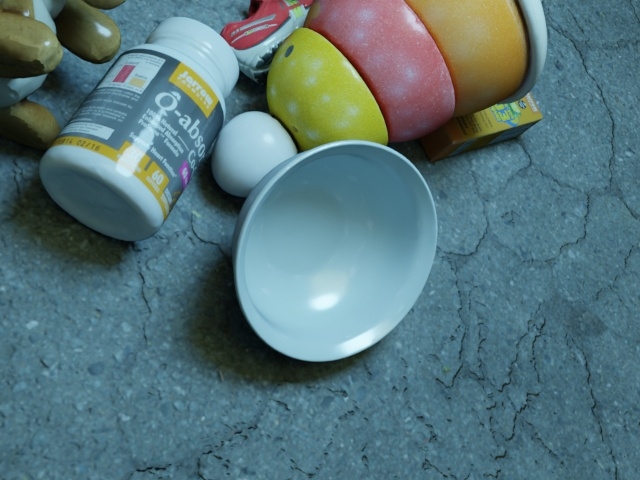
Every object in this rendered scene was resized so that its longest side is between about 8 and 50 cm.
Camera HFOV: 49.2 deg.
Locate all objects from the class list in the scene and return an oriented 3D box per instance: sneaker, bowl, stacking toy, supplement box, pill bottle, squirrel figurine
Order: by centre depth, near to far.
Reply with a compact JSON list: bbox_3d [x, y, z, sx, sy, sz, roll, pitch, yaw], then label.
[{"bbox_3d":[-0.407,-0.357,0.814,0.397,0.281,0.370,19,73,-8],"label":"squirrel figurine"},{"bbox_3d":[-0.221,-0.150,0.905,0.162,0.162,0.278,31,59,-12],"label":"pill bottle"},{"bbox_3d":[0.000,0.000,0.935,0.298,0.134,0.298,-11,114,-26],"label":"bowl"},{"bbox_3d":[0.045,-0.227,1.000,0.480,0.350,0.350,-40,90,-11],"label":"stacking toy"},{"bbox_3d":[-0.055,-0.361,1.118,0.118,0.107,0.279,38,52,9],"label":"sneaker"},{"bbox_3d":[0.280,-0.209,1.232,0.233,0.080,0.078,-19,79,-33],"label":"supplement box"}]
